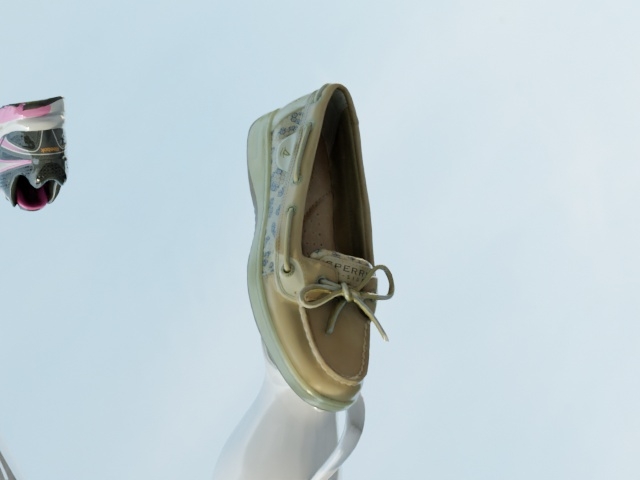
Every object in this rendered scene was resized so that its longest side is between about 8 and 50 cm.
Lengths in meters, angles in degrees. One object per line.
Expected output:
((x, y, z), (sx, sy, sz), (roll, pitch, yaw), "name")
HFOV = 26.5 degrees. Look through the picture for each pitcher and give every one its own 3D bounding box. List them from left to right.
((-0.024, 0.211, 1.282), (0.125, 0.178, 0.207), (12, -83, -25), "pitcher")

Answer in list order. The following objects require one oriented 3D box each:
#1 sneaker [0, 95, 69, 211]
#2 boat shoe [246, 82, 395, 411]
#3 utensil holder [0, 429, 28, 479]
((-0.250, -0.058, 1.118), (0.072, 0.178, 0.077), (-9, -97, -22), "sneaker")
((0.000, 0.000, 1.135), (0.104, 0.089, 0.285), (15, -124, -43), "boat shoe")
((-0.269, 0.250, 0.721), (0.328, 0.327, 0.385), (-64, -33, -42), "utensil holder")
